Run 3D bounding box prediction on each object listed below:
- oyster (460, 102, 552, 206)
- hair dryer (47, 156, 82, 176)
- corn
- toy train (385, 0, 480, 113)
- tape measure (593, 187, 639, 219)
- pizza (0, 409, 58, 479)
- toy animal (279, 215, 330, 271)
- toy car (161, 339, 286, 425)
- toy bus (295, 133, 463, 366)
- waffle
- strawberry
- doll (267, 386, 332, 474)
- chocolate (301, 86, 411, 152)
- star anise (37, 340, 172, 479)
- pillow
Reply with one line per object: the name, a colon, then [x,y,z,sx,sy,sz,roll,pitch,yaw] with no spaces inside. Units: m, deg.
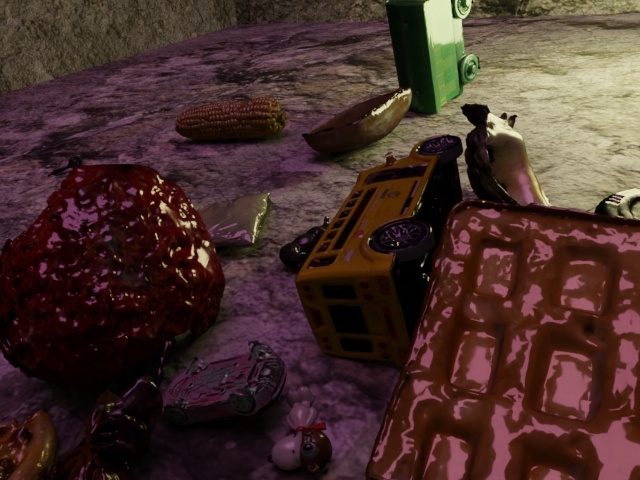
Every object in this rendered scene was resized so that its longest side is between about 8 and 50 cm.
oyster: [0.260,-0.100,0.759,0.100,0.271,0.275,-22,62,20]
hair dryer: [-0.609,-0.176,1.266,0.083,0.031,0.079,-26,23,-13]
corn: [-0.218,-0.287,1.280,0.292,0.101,0.101,-2,30,19]
toy train: [0.269,-0.459,1.249,0.202,0.300,0.120,-38,41,-26]
tape measure: [0.373,0.018,0.560,0.186,0.112,0.199,23,37,30]
pizza: [-0.322,0.226,0.472,0.134,0.046,0.175,-5,31,7]
toy animal: [0.000,0.000,0.773,0.136,0.047,0.065,-36,31,-30]
toy car: [-0.097,0.150,0.531,0.142,0.055,0.069,-18,27,27]
toy bus: [0.097,-0.008,0.662,0.151,0.145,0.331,-4,31,27]
waffle: [0.240,0.101,0.410,0.348,0.077,0.304,9,54,27]
strawberry: [-0.254,0.023,0.632,0.274,0.220,0.274,-4,28,2]
doll: [-0.013,0.175,0.487,0.058,0.040,0.085,-8,29,22]
chocolate: [0.094,-0.244,1.131,0.161,0.083,0.261,-5,25,43]
star anise: [-0.184,0.170,0.499,0.097,0.070,0.190,-22,39,38]
pillow: [-0.200,-0.024,0.867,0.230,0.050,0.148,-6,25,11]
